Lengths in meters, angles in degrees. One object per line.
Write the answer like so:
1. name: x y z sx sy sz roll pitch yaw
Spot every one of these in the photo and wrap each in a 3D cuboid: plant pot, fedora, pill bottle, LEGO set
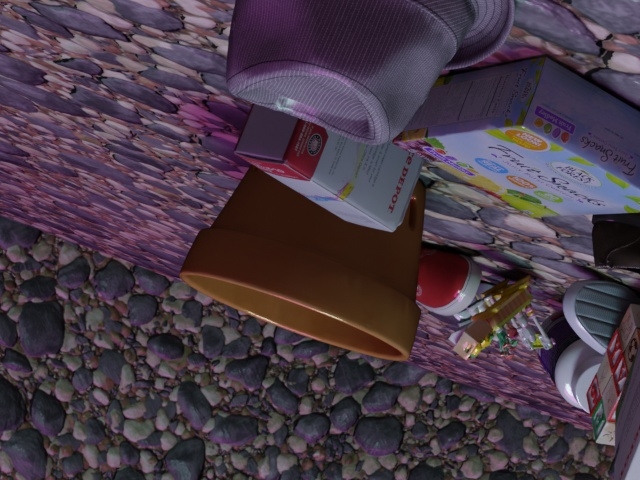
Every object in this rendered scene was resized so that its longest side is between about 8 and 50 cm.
1. plant pot: 0.000 0.000 1.666 0.290 0.204 0.291 19 169 4
2. fedora: 0.011 -0.151 1.057 0.243 0.124 0.275 22 170 -15
3. pill bottle: 0.376 0.175 1.972 0.108 0.108 0.193 22 -167 -10
4. LEGO set: 0.258 0.128 1.929 0.107 0.132 0.287 60 -172 -3

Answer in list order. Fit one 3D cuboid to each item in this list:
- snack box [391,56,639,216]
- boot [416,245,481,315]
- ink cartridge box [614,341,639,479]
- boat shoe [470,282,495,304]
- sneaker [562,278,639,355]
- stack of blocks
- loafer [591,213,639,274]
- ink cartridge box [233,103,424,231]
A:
1. snack box: 0.191 -0.085 1.226 0.174 0.070 0.207 25 167 -24
2. boot: 0.107 0.032 1.983 0.176 0.088 0.244 26 172 -24
3. ink cartridge box: 0.403 0.170 1.518 0.114 0.198 0.273 18 -162 6
4. boat shoe: 0.238 0.083 2.123 0.142 0.049 0.040 18 -171 22
5. sneaker: 0.399 0.120 1.853 0.258 0.094 0.091 27 166 -33
6. stack of blocks: 0.509 0.190 1.763 0.297 0.087 0.171 9 130 -8
7. loafer: 0.378 0.035 1.477 0.220 0.078 0.080 21 170 -7
8. ink cartridge box: 0.018 -0.099 1.311 0.072 0.128 0.175 12 167 42
